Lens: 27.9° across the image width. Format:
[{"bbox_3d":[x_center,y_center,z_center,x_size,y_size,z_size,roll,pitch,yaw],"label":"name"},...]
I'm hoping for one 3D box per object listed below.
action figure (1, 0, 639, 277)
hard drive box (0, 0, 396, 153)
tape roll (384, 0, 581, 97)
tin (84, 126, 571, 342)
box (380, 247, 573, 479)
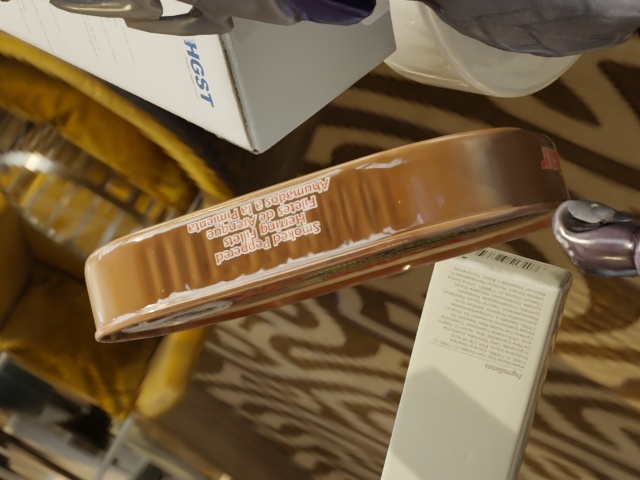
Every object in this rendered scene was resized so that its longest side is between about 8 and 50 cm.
[{"bbox_3d":[0.070,-0.076,0.325,0.285,0.185,0.099,13,145,-6],"label":"action figure"},{"bbox_3d":[-0.092,-0.163,0.546,0.232,0.089,0.181,29,146,37],"label":"hard drive box"},{"bbox_3d":[0.133,-0.297,0.907,0.072,0.392,0.392,15,156,35],"label":"tape roll"},{"bbox_3d":[0.000,0.000,0.483,0.190,0.040,0.106,-17,169,20],"label":"tin"},{"bbox_3d":[0.128,0.147,1.109,0.113,0.275,0.094,17,-167,14],"label":"box"}]
